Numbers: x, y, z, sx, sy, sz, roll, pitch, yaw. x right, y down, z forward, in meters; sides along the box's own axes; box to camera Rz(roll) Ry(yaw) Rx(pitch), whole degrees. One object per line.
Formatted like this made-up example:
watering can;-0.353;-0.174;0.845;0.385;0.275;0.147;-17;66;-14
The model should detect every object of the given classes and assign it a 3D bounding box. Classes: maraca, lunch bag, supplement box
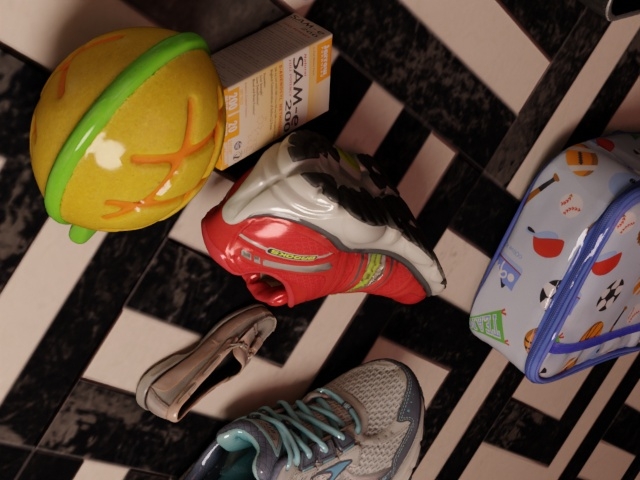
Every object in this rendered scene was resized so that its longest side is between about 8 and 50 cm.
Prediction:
maraca;-0.106;-0.055;0.801;0.127;0.099;0.186;-45;173;-15
lunch bag;0.283;0.019;1.387;0.303;0.115;0.243;-7;126;-50
supplement box;-0.039;-0.095;0.908;0.098;0.036;0.062;-33;142;-34

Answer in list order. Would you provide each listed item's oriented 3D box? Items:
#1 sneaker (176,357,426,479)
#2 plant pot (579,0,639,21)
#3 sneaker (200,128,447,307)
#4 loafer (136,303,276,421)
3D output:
sneaker;-0.023;0.177;1.112;0.283;0.110;0.122;-39;141;-26
plant pot;0.200;-0.273;0.951;0.187;0.167;0.188;-19;132;-44
sneaker;0.000;0.000;1.015;0.118;0.107;0.279;-36;155;13
loafer;-0.074;0.091;1.025;0.125;0.039;0.045;-33;141;-33
